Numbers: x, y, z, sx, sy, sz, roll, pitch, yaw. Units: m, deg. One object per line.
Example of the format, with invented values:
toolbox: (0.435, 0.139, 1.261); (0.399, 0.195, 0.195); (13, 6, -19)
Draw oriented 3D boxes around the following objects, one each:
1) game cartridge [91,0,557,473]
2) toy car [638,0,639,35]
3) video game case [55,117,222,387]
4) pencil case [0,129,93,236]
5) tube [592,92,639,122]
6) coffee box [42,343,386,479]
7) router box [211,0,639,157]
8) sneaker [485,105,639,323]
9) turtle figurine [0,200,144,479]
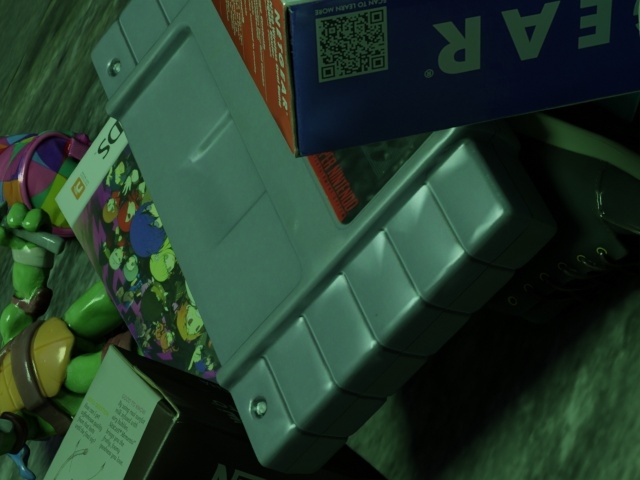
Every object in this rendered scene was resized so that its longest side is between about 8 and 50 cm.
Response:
game cartridge: (-0.015, -0.070, 1.061); (0.230, 0.068, 0.355); (-51, 47, 30)
toy car: (0.197, -0.068, 0.617); (0.210, 0.238, 0.219); (56, 138, 6)
video game case: (-0.071, -0.024, 1.192); (0.210, 0.042, 0.232); (-52, 52, 25)
pencil case: (-0.276, -0.055, 1.624); (0.236, 0.104, 0.104); (7, 75, 57)
tube: (0.139, -0.133, 1.096); (0.207, 0.052, 0.080); (28, 104, 53)
coffee box: (-0.107, 0.236, 1.098); (0.297, 0.168, 0.119); (-64, 32, 5)
router box: (0.104, -0.181, 0.923); (0.301, 0.335, 0.082); (-118, 20, -52)
sneaker: (0.161, 0.003, 0.953); (0.222, 0.083, 0.118); (31, 113, 54)
turtle figurine: (-0.218, 0.058, 1.325); (0.266, 0.274, 0.198); (-21, 16, 22)
